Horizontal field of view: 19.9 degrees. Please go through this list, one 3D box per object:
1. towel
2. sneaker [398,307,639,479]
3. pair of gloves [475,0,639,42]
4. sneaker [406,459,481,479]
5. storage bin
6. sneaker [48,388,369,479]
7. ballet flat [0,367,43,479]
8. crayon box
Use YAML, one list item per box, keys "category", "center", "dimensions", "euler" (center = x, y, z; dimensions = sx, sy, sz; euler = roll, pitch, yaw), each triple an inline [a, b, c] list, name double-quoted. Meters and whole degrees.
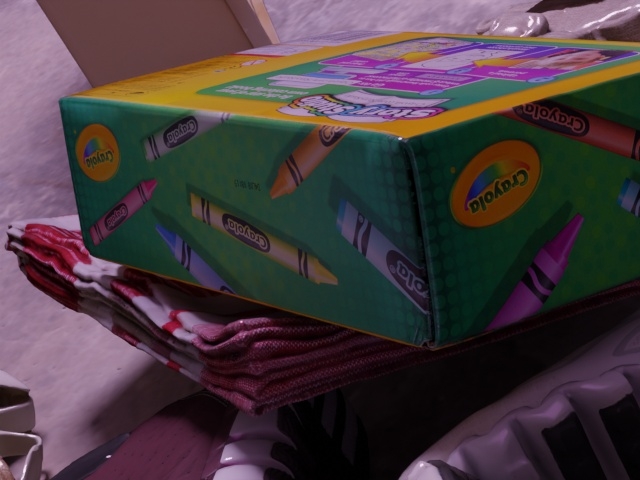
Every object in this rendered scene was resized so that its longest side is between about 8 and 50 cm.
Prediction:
- category: "towel"
  center: [0.000, 0.000, 0.905]
  dimensions: [0.237, 0.037, 0.329]
  euler: [-15, 16, -25]
- category: "sneaker"
  center: [0.155, 0.061, 0.709]
  dimensions: [0.292, 0.110, 0.118]
  euler: [-24, 19, -7]
- category: "pair of gloves"
  center: [0.123, -0.104, 0.989]
  dimensions: [0.204, 0.042, 0.240]
  euler: [-10, 16, 46]
- category: "sneaker"
  center: [0.078, 0.214, 0.520]
  dimensions: [0.147, 0.130, 0.330]
  euler: [-52, 34, 12]
- category: "storage bin"
  center: [-0.143, -0.220, 1.268]
  dimensions: [0.123, 0.262, 0.260]
  euler: [-29, 28, 5]
- category: "sneaker"
  center: [-0.069, 0.155, 0.769]
  dimensions: [0.162, 0.106, 0.281]
  euler: [-26, 17, 17]
- category: "ballet flat"
  center: [-0.185, 0.109, 0.990]
  dimensions: [0.067, 0.073, 0.206]
  euler: [-4, 29, -11]
- category: "crayon box"
  center: [0.025, -0.034, 0.782]
  dimensions: [0.165, 0.081, 0.278]
  euler: [-17, 16, -31]
